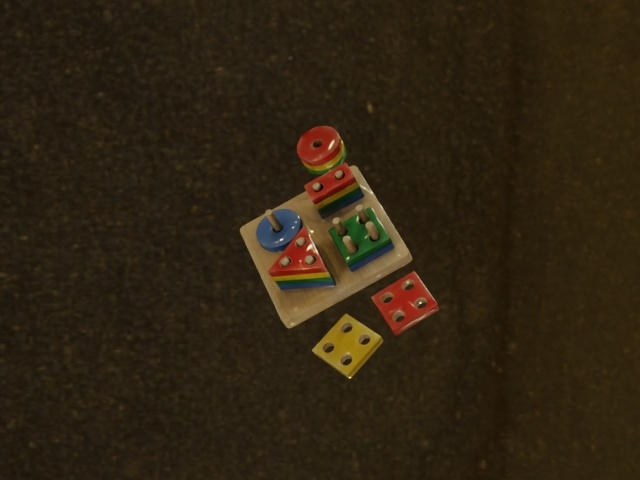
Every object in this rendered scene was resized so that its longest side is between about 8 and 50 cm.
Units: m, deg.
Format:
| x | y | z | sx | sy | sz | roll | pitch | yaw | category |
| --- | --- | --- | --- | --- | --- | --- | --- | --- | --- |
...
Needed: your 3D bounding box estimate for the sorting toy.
| x | y | z | sx | sy | sz | roll | pitch | yaw | category |
| --- | --- | --- | --- | --- | --- | --- | --- | --- | --- |
| 0.000 | 0.000 | 0.999 | 0.274 | 0.132 | 0.046 | 62 | 1 | 41 | sorting toy |
